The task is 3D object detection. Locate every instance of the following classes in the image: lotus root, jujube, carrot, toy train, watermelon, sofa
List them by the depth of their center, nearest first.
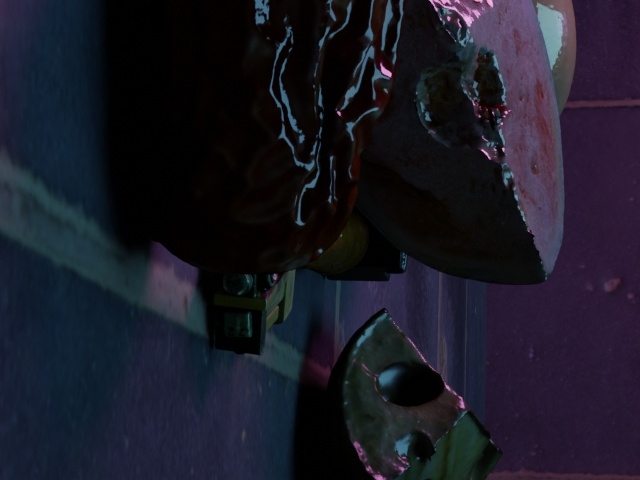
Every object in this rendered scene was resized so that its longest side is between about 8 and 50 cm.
[{"bbox_3d":[-0.033,-0.096,0.791,0.155,0.155,0.230,-6,102,-78],"label":"jujube"},{"bbox_3d":[-0.046,0.028,0.965,0.122,0.050,0.081,-54,152,-69],"label":"toy train"},{"bbox_3d":[0.000,0.000,1.160,0.186,0.060,0.060,-1,91,-75],"label":"carrot"},{"bbox_3d":[0.095,-0.124,1.228,0.188,0.175,0.322,-41,117,-58],"label":"watermelon"},{"bbox_3d":[0.046,-0.036,1.306,0.060,0.085,0.147,46,44,-69],"label":"sofa"},{"bbox_3d":[0.066,0.192,1.320,0.210,0.142,0.314,-45,156,-17],"label":"lotus root"}]

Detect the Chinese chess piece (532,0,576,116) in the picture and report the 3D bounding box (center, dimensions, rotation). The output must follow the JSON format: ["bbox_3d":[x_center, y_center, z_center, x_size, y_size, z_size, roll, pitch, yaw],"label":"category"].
[{"bbox_3d":[0.141,-0.203,1.404,0.273,0.102,0.273,29,-55,53],"label":"Chinese chess piece"}]
